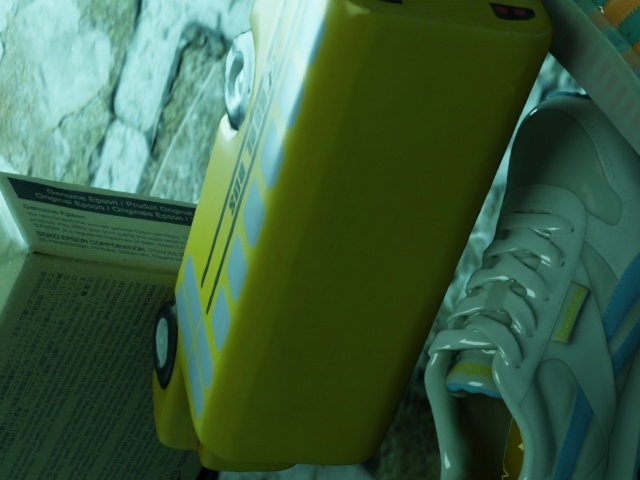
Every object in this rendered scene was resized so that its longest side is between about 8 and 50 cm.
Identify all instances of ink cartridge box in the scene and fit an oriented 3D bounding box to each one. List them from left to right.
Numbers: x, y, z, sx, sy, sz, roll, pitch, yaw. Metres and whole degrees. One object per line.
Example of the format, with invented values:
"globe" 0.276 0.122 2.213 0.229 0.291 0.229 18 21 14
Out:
"ink cartridge box" -0.149 0.084 0.881 0.234 0.193 0.088 -60 43 24

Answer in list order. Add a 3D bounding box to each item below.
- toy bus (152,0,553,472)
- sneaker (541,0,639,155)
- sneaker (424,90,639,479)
"toy bus" 0.000 0.000 0.715 0.130 0.108 0.332 -109 30 -48
"sneaker" 0.182 -0.091 0.585 0.302 0.108 0.121 54 128 41
"sneaker" 0.105 0.040 0.669 0.087 0.092 0.228 0 83 51
